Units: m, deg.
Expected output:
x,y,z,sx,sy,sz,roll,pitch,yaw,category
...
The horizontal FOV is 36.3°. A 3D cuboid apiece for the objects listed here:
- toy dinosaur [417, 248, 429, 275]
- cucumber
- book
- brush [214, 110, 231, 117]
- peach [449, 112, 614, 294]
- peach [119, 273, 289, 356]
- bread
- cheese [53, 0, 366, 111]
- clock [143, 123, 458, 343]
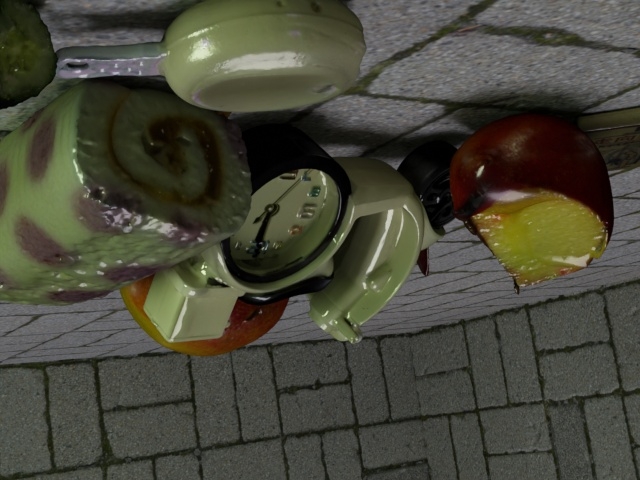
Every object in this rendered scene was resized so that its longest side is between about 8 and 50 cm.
x,y,z,sx,sy,sz,roll,pitch,yaw,category
0.059,0.015,1.528,0.207,0.112,0.327,-12,171,19,toy dinosaur
-0.333,-0.104,0.704,0.304,0.072,0.081,-11,171,20,cucumber
0.386,-0.125,1.250,0.161,0.026,0.231,-8,169,2,book
-0.080,-0.132,0.903,0.043,0.014,0.170,-2,169,-21,brush
0.242,-0.068,1.110,0.159,0.153,0.267,-19,146,25,peach
-0.150,0.042,1.269,0.231,0.230,0.231,-8,169,-1,peach
-0.234,-0.028,0.954,0.187,0.155,0.338,7,162,-41,bread
-0.084,-0.138,0.735,0.228,0.064,0.137,-4,167,-13,cheese
0.000,0.000,1.115,0.379,0.120,0.276,4,121,-41,clock
